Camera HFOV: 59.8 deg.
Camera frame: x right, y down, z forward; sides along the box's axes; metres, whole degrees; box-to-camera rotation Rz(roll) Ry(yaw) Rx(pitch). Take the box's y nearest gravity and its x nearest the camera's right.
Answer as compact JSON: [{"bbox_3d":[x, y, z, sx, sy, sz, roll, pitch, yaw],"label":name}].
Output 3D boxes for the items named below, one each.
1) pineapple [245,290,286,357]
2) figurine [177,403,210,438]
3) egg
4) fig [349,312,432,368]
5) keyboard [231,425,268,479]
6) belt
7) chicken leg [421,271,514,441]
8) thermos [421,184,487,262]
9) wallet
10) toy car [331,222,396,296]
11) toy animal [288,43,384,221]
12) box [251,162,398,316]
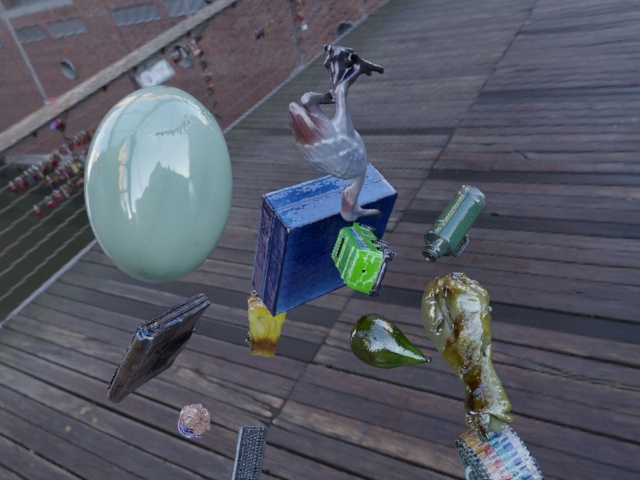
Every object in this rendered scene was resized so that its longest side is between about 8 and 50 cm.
[{"bbox_3d":[-0.164,0.246,1.639,0.114,0.236,0.186,7,67,-5],"label":"pineapple"},{"bbox_3d":[-0.458,0.647,2.025,0.113,0.157,0.126,-1,52,-19],"label":"figurine"},{"bbox_3d":[-0.228,-0.075,0.792,0.202,0.283,0.203,9,18,-3],"label":"egg"},{"bbox_3d":[0.147,0.230,1.187,0.177,0.117,0.117,30,54,17],"label":"fig"},{"bbox_3d":[-0.210,0.662,1.639,0.093,0.231,0.025,10,-3,-27],"label":"keyboard"},{"bbox_3d":[0.447,0.598,1.380,0.160,0.295,0.207,-27,3,-9],"label":"belt"},{"bbox_3d":[0.318,0.234,1.201,0.152,0.202,0.430,1,44,-8],"label":"chicken leg"},{"bbox_3d":[0.279,-0.027,1.187,0.073,0.083,0.188,25,61,33],"label":"thermos"},{"bbox_3d":[-0.253,0.170,0.859,0.042,0.230,0.124,48,44,14],"label":"wallet"},{"bbox_3d":[0.056,0.021,0.822,0.062,0.071,0.165,17,15,-14],"label":"toy car"},{"bbox_3d":[0.035,-0.142,0.894,0.195,0.324,0.090,-30,36,-35],"label":"toy animal"},{"bbox_3d":[0.000,0.000,1.173,0.261,0.279,0.116,-21,55,-28],"label":"box"}]
